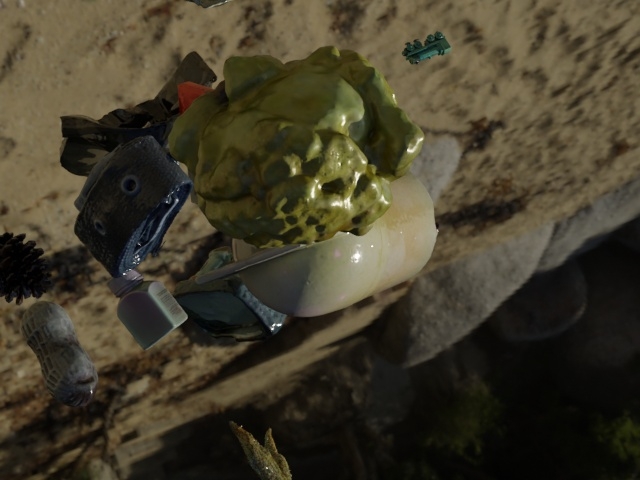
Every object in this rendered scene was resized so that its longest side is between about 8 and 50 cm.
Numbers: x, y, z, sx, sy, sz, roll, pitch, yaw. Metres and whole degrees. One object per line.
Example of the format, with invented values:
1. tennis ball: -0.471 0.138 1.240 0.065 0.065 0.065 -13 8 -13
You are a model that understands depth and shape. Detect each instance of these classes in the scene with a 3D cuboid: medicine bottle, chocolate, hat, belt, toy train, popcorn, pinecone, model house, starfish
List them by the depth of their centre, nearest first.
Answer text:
1. popcorn: -0.019 -0.098 0.963 0.255 0.195 0.256 15 -131 26
2. belt: -0.267 -0.053 1.261 0.122 0.128 0.218 -37 173 -43
3. chocolate: -0.362 0.158 1.281 0.072 0.167 0.072 -29 163 -10
4. medicine bottle: -0.267 0.096 1.392 0.074 0.118 0.055 -38 -179 25
5. medicine bottle: 0.000 0.000 1.519 0.236 0.235 0.406 -28 173 34
6. toy train: 0.192 -0.348 1.682 0.092 0.045 0.029 -25 164 -17
7. hat: -0.374 -0.212 1.935 0.366 0.257 0.381 -34 160 -30
8. pinecone: -0.685 0.070 2.079 0.163 0.165 0.163 -48 161 -22
9. model house: -0.170 0.081 2.147 0.253 0.184 0.291 -11 -145 46
10. starfish: -0.094 0.583 2.153 0.078 0.347 0.358 -29 141 21

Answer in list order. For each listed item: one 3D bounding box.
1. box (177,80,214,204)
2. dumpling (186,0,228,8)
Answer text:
1. box: -0.195 -0.162 1.704 0.139 0.245 0.035 23 -140 33
2. dumpling: -0.174 -0.476 1.639 0.181 0.155 0.111 -64 169 -8
